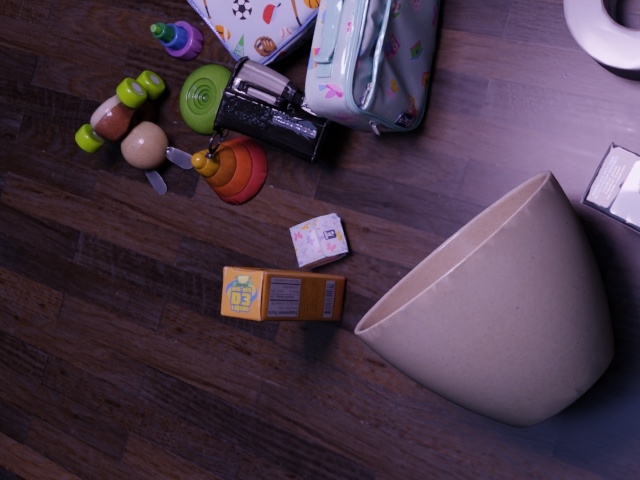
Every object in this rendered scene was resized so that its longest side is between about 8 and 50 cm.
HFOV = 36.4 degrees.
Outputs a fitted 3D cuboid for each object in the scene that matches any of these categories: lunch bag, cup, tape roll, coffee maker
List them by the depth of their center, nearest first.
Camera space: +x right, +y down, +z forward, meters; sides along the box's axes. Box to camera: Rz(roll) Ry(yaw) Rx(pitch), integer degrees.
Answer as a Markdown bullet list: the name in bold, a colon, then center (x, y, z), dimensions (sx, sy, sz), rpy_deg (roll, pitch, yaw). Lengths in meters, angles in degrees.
- **cup**: center (0.244, 0.104, 1.281), dimensions (0.331, 0.331, 0.237), rpy_deg (-39, 91, 22)
- **tape roll**: center (0.446, -0.330, 1.317), dimensions (0.219, 0.072, 0.219), rpy_deg (-4, 81, 31)
- **lunch bag**: center (0.081, -0.298, 1.452), dimensions (0.108, 0.224, 0.279), rpy_deg (7, 87, 33)
- **lunch bag**: center (0.000, 0.000, 1.570), dimensions (0.083, 0.053, 0.071), rpy_deg (-19, 76, 19)
- **coffee maker**: center (-0.071, -0.190, 1.574), dimensions (0.178, 0.120, 0.171), rpy_deg (24, 125, 5)
- **lunch bag**: center (-0.071, -0.446, 1.581), dimensions (0.303, 0.115, 0.243), rpy_deg (-37, 90, 27)

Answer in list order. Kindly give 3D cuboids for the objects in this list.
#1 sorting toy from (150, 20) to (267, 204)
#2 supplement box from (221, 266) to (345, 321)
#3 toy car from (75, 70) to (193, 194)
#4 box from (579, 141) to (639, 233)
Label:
- **sorting toy**: center (-0.218, -0.236, 1.690), dimensions (0.127, 0.126, 0.366), rpy_deg (-31, 70, 26)
- **supplement box**: center (-0.053, 0.083, 1.484), dimensions (0.078, 0.233, 0.080), rpy_deg (5, 87, 33)
- **toy car**: center (-0.317, -0.183, 1.769), dimensions (0.155, 0.149, 0.188), rpy_deg (-41, 94, 25)
- **box**: center (0.487, -0.014, 1.201), dimensions (0.290, 0.169, 0.087), rpy_deg (33, 104, 29)
